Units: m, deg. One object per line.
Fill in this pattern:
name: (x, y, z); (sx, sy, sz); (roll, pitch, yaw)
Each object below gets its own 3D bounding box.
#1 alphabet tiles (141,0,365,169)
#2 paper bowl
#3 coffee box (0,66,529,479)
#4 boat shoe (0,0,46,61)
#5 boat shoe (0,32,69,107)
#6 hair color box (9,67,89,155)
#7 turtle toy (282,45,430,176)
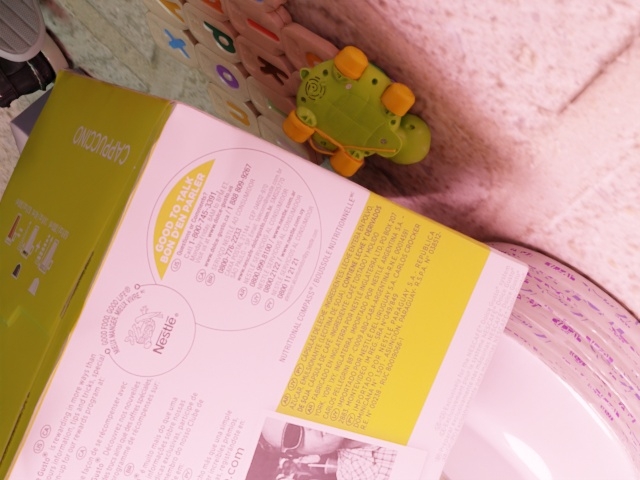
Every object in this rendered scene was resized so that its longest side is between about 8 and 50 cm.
alphabet tiles: (-0.070, -0.179, 1.407); (0.278, 0.021, 0.284); (34, 157, 28)
paper bowl: (0.184, 0.149, 1.367); (0.284, 0.148, 0.284); (40, 159, 18)
coffee box: (-0.098, 0.082, 1.270); (0.334, 0.338, 0.337); (24, 180, -25)
boat shoe: (-0.379, -0.280, 1.747); (0.226, 0.083, 0.076); (50, 174, 20)
boat shoe: (-0.438, -0.223, 1.891); (0.340, 0.113, 0.127); (24, 151, 44)
hair color box: (-0.251, -0.026, 1.905); (0.185, 0.113, 0.374); (39, 158, 20)
turtle toy: (0.036, -0.104, 1.269); (0.130, 0.095, 0.066); (36, -156, -13)
